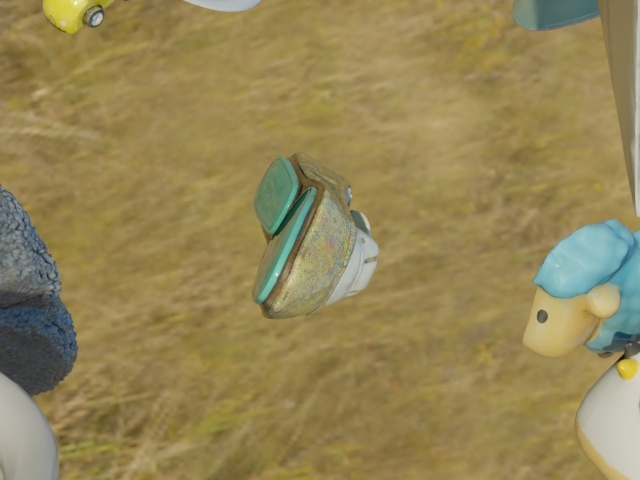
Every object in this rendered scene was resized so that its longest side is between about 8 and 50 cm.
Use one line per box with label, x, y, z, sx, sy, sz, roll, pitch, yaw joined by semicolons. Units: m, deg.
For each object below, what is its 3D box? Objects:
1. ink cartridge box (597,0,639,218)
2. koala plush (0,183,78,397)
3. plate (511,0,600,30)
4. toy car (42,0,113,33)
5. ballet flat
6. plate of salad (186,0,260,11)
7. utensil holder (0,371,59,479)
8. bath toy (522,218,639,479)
ink cartridge box;0.149;-0.106;0.446;0.176;0.128;0.127;-85;170;-53
koala plush;-0.277;-0.017;0.973;0.203;0.196;0.221;103;-34;-50
plate;0.195;-0.193;0.917;0.024;0.188;0.188;56;29;-20
toy car;-0.146;-0.303;1.449;0.053;0.225;0.239;72;29;-62
ballet flat;0.000;0.000;1.441;0.348;0.123;0.123;-100;168;-72
plate of salad;-0.110;-0.236;1.016;0.200;0.048;0.200;31;32;-22
utensil holder;-0.283;0.246;0.566;0.327;0.327;0.386;-23;124;-66
bath toy;0.260;0.130;0.819;0.348;0.151;0.129;48;-10;32
